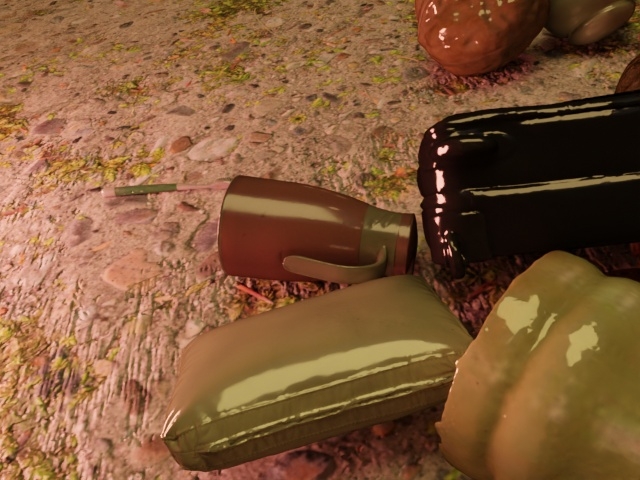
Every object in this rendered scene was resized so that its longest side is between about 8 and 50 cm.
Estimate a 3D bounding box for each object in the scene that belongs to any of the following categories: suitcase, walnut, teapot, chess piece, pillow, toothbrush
[{"bbox_3d":[0.294,-0.065,0.850,0.345,0.188,0.339,-8,-1,9],"label":"suitcase"},{"bbox_3d":[0.319,-0.463,1.402,0.273,0.273,0.227,7,7,23],"label":"walnut"},{"bbox_3d":[0.569,-0.495,1.365,0.220,0.149,0.318,-25,-4,-10],"label":"teapot"},{"bbox_3d":[0.338,0.199,0.557,0.442,0.234,0.234,28,52,34],"label":"chess piece"},{"bbox_3d":[-0.006,0.132,0.769,0.322,0.120,0.255,-17,15,-1],"label":"pillow"},{"bbox_3d":[-0.278,-0.096,1.261,0.257,0.018,0.024,-4,35,10],"label":"toothbrush"}]

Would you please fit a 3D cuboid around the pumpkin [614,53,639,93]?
[{"bbox_3d":[0.604,-0.238,1.117,0.248,0.126,0.131,8,43,24],"label":"pumpkin"}]

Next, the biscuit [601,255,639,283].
[{"bbox_3d":[0.422,0.064,0.849,0.205,0.031,0.138,-14,37,-3],"label":"biscuit"}]

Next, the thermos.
[{"bbox_3d":[0.000,0.000,0.962,0.265,0.146,0.176,8,30,13],"label":"thermos"}]
